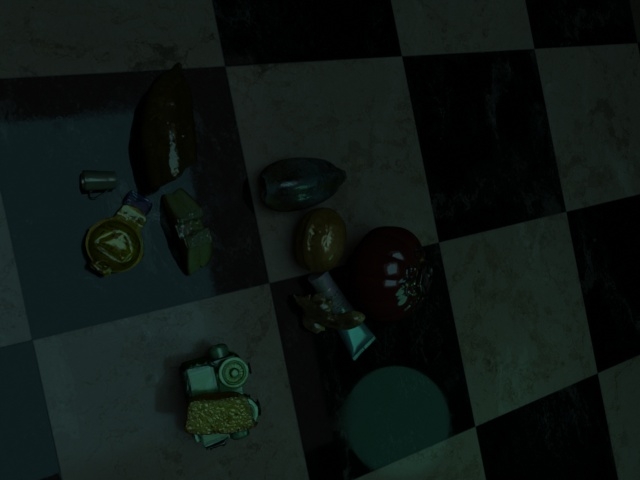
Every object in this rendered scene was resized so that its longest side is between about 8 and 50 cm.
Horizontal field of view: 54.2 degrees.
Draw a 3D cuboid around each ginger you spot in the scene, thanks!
[{"bbox_3d":[0.027,0.219,1.900,0.213,0.059,0.133,-2,110,11],"label":"ginger"}]

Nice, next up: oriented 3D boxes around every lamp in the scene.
[{"bbox_3d":[0.212,0.104,1.940,0.303,0.256,0.304,-19,111,-60],"label":"lamp"}]

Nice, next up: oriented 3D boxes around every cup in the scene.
[{"bbox_3d":[-0.587,-0.150,1.661,0.083,0.054,0.075,-4,86,-30],"label":"cup"}]

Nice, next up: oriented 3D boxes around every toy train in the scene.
[{"bbox_3d":[-0.279,0.425,1.722,0.188,0.159,0.272,-15,92,-18],"label":"toy train"}]

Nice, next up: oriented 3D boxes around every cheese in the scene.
[{"bbox_3d":[-0.531,-0.018,1.675,0.156,0.064,0.250,35,61,-22],"label":"cheese"}]

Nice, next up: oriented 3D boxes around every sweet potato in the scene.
[{"bbox_3d":[-0.421,-0.319,1.715,0.157,0.157,0.370,-1,84,-28],"label":"sweet potato"}]

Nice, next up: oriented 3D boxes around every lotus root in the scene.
[{"bbox_3d":[-0.035,-0.179,1.909,0.322,0.140,0.158,-13,91,-31],"label":"lotus root"}]

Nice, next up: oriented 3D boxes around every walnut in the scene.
[{"bbox_3d":[0.000,0.000,1.899,0.159,0.159,0.207,19,78,-25],"label":"walnut"}]

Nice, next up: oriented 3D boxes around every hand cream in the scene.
[{"bbox_3d":[0.067,0.227,1.981,0.111,0.070,0.312,-40,112,-27],"label":"hand cream"}]

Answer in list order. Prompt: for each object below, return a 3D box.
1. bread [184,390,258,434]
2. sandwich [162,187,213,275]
[{"bbox_3d":[-0.258,0.446,1.616,0.187,0.065,0.103,-5,92,-8],"label":"bread"},{"bbox_3d":[-0.365,-0.029,1.748,0.090,0.088,0.245,-22,95,-31],"label":"sandwich"}]
